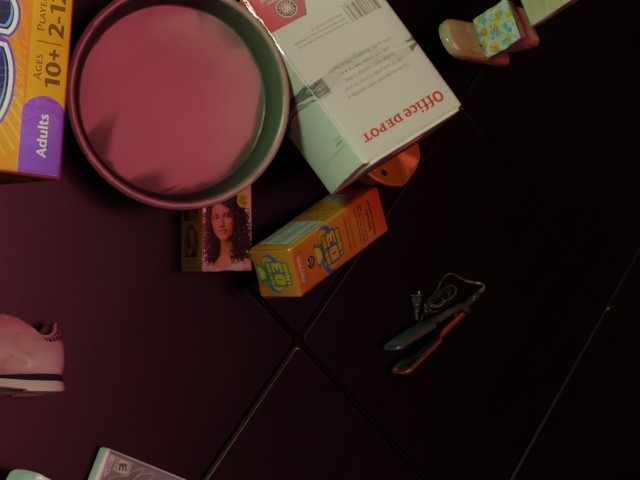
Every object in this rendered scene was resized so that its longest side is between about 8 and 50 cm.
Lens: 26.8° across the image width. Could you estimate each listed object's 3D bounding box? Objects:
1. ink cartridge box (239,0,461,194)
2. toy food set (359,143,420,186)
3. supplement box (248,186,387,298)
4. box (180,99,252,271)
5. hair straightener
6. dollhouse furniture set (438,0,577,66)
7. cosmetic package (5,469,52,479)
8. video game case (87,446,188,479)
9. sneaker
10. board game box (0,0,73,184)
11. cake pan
[{"bbox_3d":[0.026,-0.234,1.862,0.207,0.117,0.283,-33,85,-34],"label":"ink cartridge box"},{"bbox_3d":[0.067,-0.168,1.976,0.128,0.071,0.218,3,67,-33],"label":"toy food set"},{"bbox_3d":[0.000,0.000,1.899,0.233,0.080,0.078,-36,118,-46],"label":"supplement box"},{"bbox_3d":[-0.143,-0.073,1.829,0.087,0.058,0.232,-2,90,-39],"label":"box"},{"bbox_3d":[0.179,0.114,2.095,0.230,0.047,0.089,-35,111,-34],"label":"hair straightener"},{"bbox_3d":[0.269,-0.516,1.970,0.256,0.362,0.394,0,66,-47],"label":"dollhouse furniture set"},{"bbox_3d":[-0.281,0.368,1.648,0.231,0.117,0.085,32,71,-23],"label":"cosmetic package"},{"bbox_3d":[-0.247,0.395,1.762,0.183,0.023,0.201,30,71,-35],"label":"video game case"},{"bbox_3d":[-0.409,0.132,1.600,0.235,0.090,0.095,14,71,-48],"label":"sneaker"},{"bbox_3d":[-0.489,-0.247,1.358,0.356,0.356,0.356,6,86,-39],"label":"board game box"},{"bbox_3d":[-0.186,-0.185,1.745,0.293,0.054,0.293,0,89,-19],"label":"cake pan"}]
